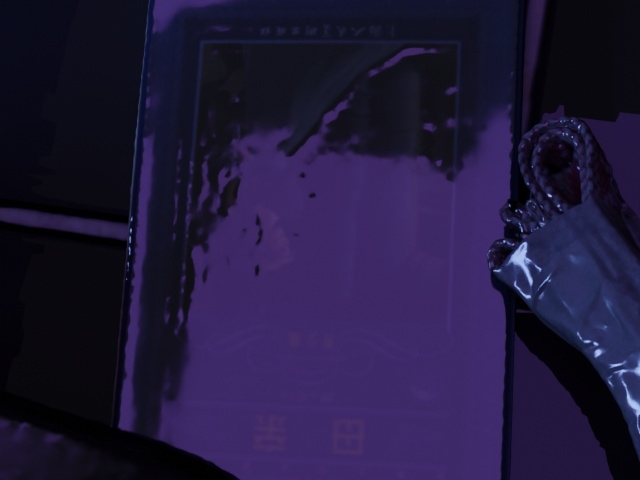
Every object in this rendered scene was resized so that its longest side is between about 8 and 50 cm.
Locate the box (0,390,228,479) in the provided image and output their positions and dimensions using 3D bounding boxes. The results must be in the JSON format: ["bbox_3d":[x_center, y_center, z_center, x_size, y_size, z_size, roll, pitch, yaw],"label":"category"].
[{"bbox_3d":[-0.203,0.189,0.585,0.290,0.073,0.289,19,90,-8],"label":"box"}]

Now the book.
[{"bbox_3d":[0.000,0.000,0.663,0.191,0.025,0.269,2,78,10],"label":"book"}]

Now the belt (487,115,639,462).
[{"bbox_3d":[0.135,0.043,0.573,0.071,0.053,0.232,-45,45,21],"label":"belt"}]
